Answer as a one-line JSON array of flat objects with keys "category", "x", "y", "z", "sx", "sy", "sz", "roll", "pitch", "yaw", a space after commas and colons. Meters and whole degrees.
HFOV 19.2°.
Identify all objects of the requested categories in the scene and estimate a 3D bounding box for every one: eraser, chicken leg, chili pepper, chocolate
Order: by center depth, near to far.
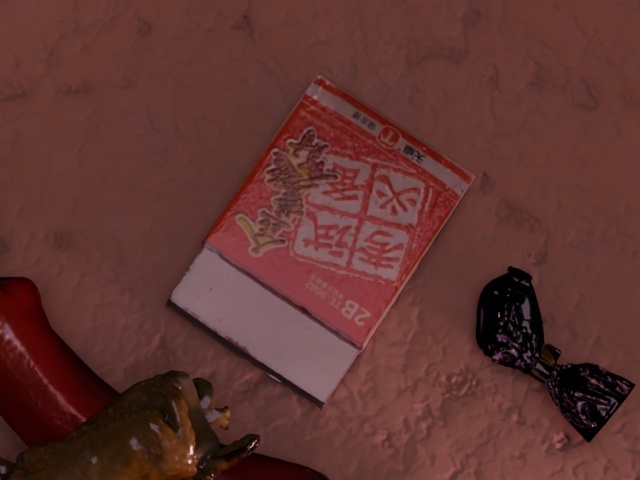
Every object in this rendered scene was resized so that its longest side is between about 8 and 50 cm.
[{"category": "chicken leg", "x": -0.248, "y": 0.199, "z": 1.389, "sx": 0.429, "sy": 0.201, "sz": 0.152, "roll": -25, "pitch": 112, "yaw": 10}, {"category": "chili pepper", "x": -0.174, "y": 0.124, "z": 1.495, "sx": 0.368, "sy": 0.092, "sz": 0.137, "roll": 40, "pitch": 60, "yaw": -3}, {"category": "chocolate", "x": 0.183, "y": 0.094, "z": 1.535, "sx": 0.072, "sy": 0.070, "sz": 0.147, "roll": -44, "pitch": 74, "yaw": 0}, {"category": "eraser", "x": 0.000, "y": 0.000, "z": 1.545, "sx": 0.157, "sy": 0.038, "sz": 0.230, "roll": 33, "pitch": 78, "yaw": 3}]
